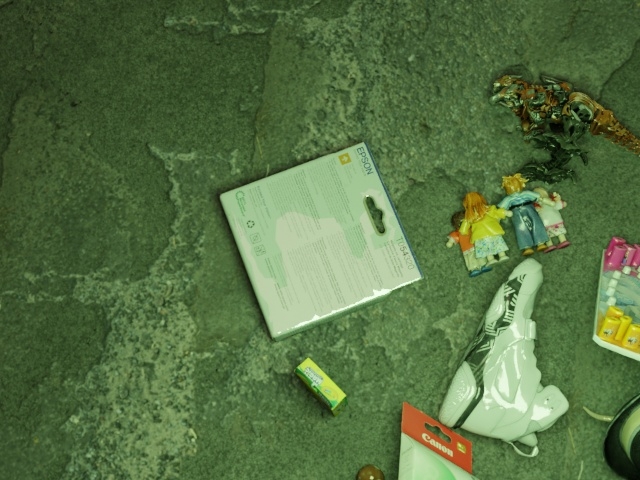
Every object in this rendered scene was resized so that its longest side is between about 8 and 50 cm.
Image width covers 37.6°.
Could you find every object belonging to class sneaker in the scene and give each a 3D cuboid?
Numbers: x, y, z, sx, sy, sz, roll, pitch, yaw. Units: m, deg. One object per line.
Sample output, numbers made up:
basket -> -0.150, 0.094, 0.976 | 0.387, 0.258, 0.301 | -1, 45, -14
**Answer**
sneaker -> 0.392, 0.229, 1.809 | 0.210, 0.137, 0.365 | 27, 83, 9

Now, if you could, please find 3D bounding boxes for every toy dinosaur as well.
toy dinosaur -> 0.500, -0.242, 1.919 | 0.322, 0.164, 0.218 | 10, 59, 28

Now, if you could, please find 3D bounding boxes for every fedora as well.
fedora -> 0.673, 0.383, 1.643 | 0.334, 0.334, 0.152 | -11, 36, 2

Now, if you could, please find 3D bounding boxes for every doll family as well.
doll family -> 0.378, -0.044, 1.884 | 0.263, 0.118, 0.163 | -17, 75, 0

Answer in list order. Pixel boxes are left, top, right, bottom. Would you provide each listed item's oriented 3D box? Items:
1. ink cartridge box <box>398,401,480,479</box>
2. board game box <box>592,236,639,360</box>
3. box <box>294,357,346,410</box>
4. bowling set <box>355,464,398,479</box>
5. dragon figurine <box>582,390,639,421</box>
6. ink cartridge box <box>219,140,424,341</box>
ink cartridge box -> 0.227, 0.409, 1.714 | 0.181, 0.056, 0.224 | 34, 38, -18
board game box -> 0.699, 0.145, 1.702 | 0.390, 0.390, 0.050 | 20, 118, 10
box -> 0.002, 0.281, 1.798 | 0.043, 0.179, 0.105 | -44, 77, -7
bowling set -> 0.129, 0.492, 1.730 | 0.154, 0.287, 0.199 | -6, 47, 17
dragon figurine -> 0.659, 0.311, 1.788 | 0.289, 0.144, 0.085 | -22, 76, 18
ink cartridge box -> 0.000, 0.000, 1.929 | 0.330, 0.071, 0.324 | -20, 74, -4
